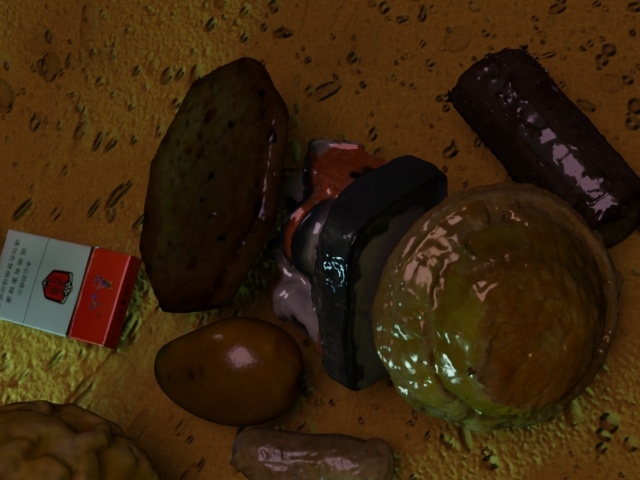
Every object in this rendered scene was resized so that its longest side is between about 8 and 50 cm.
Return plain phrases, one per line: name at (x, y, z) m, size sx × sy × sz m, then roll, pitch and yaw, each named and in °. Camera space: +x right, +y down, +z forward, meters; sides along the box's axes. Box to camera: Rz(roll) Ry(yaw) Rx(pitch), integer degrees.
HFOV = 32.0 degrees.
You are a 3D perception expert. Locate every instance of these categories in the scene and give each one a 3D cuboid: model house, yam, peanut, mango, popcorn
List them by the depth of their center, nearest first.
popcorn at (-0.390, 0.386, 1.375) m, size 0.354 × 0.344 × 0.390 m, roll -10°, pitch 58°, yaw 34°
yam at (0.286, -0.119, 1.393) m, size 0.131 × 0.131 × 0.279 m, roll -39°, pitch 66°, yaw 6°
model house at (0.000, 0.000, 1.395) m, size 0.190 × 0.271 × 0.301 m, roll -30°, pitch 46°, yaw -29°
peanut at (-0.010, 0.280, 1.405) m, size 0.214 × 0.099 × 0.099 m, roll -4°, pitch 73°, yaw 14°
mango at (-0.117, 0.173, 1.443) m, size 0.221 × 0.151 × 0.120 m, roll -20°, pitch 29°, yaw 41°

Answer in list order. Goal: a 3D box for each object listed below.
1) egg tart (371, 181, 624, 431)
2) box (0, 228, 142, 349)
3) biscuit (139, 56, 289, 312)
egg tart at (0.216, 0.092, 1.263) m, size 0.319 × 0.319 × 0.128 m, roll -49°, pitch 24°, yaw 1°
box at (-0.375, 0.067, 1.609) m, size 0.245 × 0.035 × 0.139 m, roll 12°, pitch 82°, yaw 32°
biscuit at (-0.145, -0.070, 1.490) m, size 0.359 × 0.046 × 0.359 m, roll -29°, pitch 54°, yaw 49°
